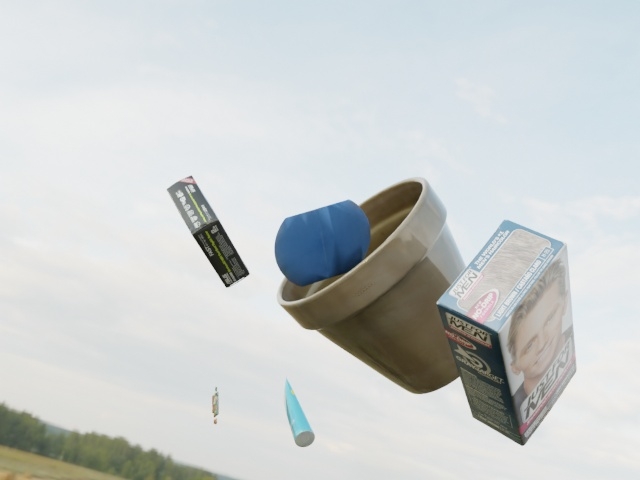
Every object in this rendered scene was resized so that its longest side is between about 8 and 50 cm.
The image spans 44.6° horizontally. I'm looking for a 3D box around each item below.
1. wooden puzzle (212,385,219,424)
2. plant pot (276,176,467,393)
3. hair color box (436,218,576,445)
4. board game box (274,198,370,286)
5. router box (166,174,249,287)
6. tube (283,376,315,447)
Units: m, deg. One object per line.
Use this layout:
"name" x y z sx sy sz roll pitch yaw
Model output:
"wooden puzzle" -0.235 0.368 1.743 0.006 0.083 0.049 3 -23 -18
"plant pot" 0.135 0.098 1.324 0.280 0.323 0.323 49 -29 -12
"hair color box" 0.295 0.151 1.184 0.105 0.174 0.347 26 -25 37
"board game box" 0.000 0.000 1.298 0.169 0.133 0.033 -17 29 -13
"router box" -0.140 -0.010 0.982 0.092 0.038 0.122 55 -7 39
"tube" -0.067 0.444 2.008 0.052 0.080 0.207 3 26 -20
